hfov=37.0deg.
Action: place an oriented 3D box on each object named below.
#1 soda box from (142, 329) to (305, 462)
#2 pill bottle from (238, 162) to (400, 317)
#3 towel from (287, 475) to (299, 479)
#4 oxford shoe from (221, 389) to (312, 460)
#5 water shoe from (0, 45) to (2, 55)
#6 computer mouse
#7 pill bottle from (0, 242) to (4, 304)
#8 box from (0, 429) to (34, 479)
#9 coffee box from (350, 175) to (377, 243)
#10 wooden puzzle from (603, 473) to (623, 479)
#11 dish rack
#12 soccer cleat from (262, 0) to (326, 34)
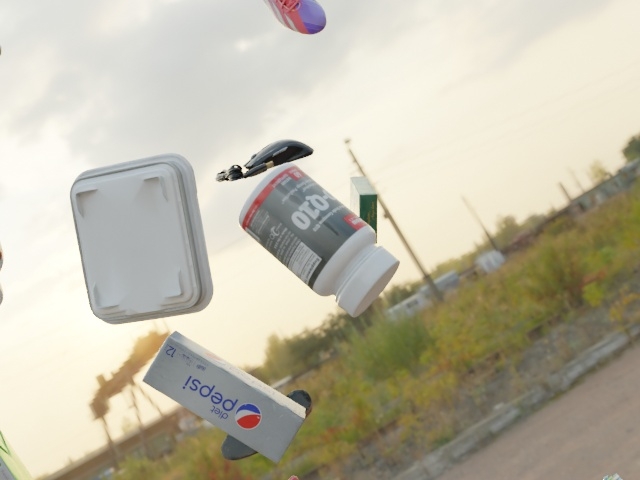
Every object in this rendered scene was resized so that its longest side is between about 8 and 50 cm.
[{"bbox_3d":[-0.171,0.278,1.718,0.098,0.286,0.091,-59,2,2],"label":"soda box"},{"bbox_3d":[0.000,0.000,1.777,0.161,0.283,0.161,-47,-13,-15],"label":"pill bottle"},{"bbox_3d":[-0.023,0.621,1.949,0.199,0.275,0.031,-22,-26,-55],"label":"towel"},{"bbox_3d":[-0.103,0.390,1.959,0.212,0.076,0.076,-30,-30,-6],"label":"oxford shoe"},{"bbox_3d":[-0.589,-0.247,1.546,0.203,0.080,0.073,-29,-14,14],"label":"water shoe"},{"bbox_3d":[-0.130,-0.205,2.351,0.262,0.060,0.184,-19,9,-15],"label":"computer mouse"},{"bbox_3d":[-0.830,-0.013,2.090,0.229,0.229,0.408,-26,-47,-26],"label":"pill bottle"},{"bbox_3d":[-0.595,0.493,1.646,0.231,0.262,0.127,-33,3,-10],"label":"box"},{"bbox_3d":[0.092,-0.066,2.054,0.040,0.113,0.184,-2,14,-4],"label":"coffee box"},{"bbox_3d":[0.501,0.427,1.650,0.049,0.006,0.083,-41,10,3],"label":"wooden puzzle"},{"bbox_3d":[-0.378,0.002,1.955,0.285,0.333,0.072,-10,2,16],"label":"dish rack"},{"bbox_3d":[-0.088,-0.500,1.893,0.083,0.248,0.095,-44,-14,2],"label":"soccer cleat"}]
